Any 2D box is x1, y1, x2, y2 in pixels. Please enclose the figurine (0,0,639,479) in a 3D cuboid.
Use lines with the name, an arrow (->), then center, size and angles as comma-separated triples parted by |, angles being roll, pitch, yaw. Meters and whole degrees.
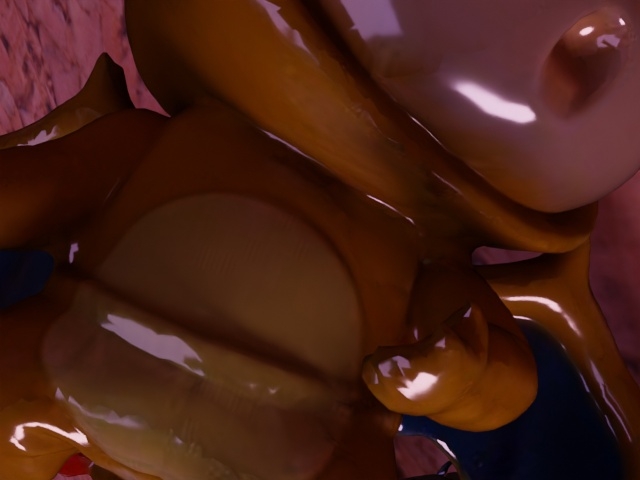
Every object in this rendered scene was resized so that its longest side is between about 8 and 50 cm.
figurine -> -0.030, -0.035, 0.448 | 0.401, 0.387, 0.268 | 17, 166, 22

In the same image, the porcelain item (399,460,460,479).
porcelain item -> 0.096, 0.282, 0.550 | 0.281, 0.157, 0.286 | -56, 48, 22
